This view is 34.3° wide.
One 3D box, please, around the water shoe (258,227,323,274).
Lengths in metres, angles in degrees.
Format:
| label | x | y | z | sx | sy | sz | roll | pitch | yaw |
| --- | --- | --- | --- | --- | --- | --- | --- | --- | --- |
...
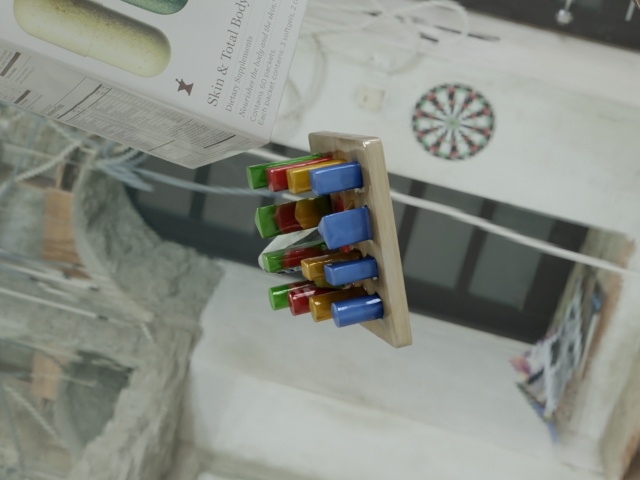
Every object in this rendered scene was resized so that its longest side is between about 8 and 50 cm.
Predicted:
| label | x | y | z | sx | sy | sz | roll | pitch | yaw |
| --- | --- | --- | --- | --- | --- | --- | --- | --- | --- |
| water shoe | -0.019 | 0.021 | 1.247 | 0.073 | 0.080 | 0.203 | -38 | -3 | -20 |

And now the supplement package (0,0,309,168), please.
| label | x | y | z | sx | sy | sz | roll | pitch | yaw |
| --- | --- | --- | --- | --- | --- | --- | --- | --- | --- |
| supplement package | -0.169 | -0.204 | 0.878 | 0.198 | 0.262 | 0.199 | -6 | 67 | 65 |

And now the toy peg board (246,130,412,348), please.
| label | x | y | z | sx | sy | sz | roll | pitch | yaw |
| --- | --- | --- | --- | --- | --- | --- | --- | --- | --- |
| toy peg board | 0.000 | 0.000 | 0.837 | 0.160 | 0.079 | 0.161 | -153 | 51 | -73 |

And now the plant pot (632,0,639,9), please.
| label | x | y | z | sx | sy | sz | roll | pitch | yaw |
| --- | --- | --- | --- | --- | --- | --- | --- | --- | --- |
| plant pot | 0.486 | -0.293 | 1.298 | 0.167 | 0.166 | 0.165 | 101 | 169 | -49 |
